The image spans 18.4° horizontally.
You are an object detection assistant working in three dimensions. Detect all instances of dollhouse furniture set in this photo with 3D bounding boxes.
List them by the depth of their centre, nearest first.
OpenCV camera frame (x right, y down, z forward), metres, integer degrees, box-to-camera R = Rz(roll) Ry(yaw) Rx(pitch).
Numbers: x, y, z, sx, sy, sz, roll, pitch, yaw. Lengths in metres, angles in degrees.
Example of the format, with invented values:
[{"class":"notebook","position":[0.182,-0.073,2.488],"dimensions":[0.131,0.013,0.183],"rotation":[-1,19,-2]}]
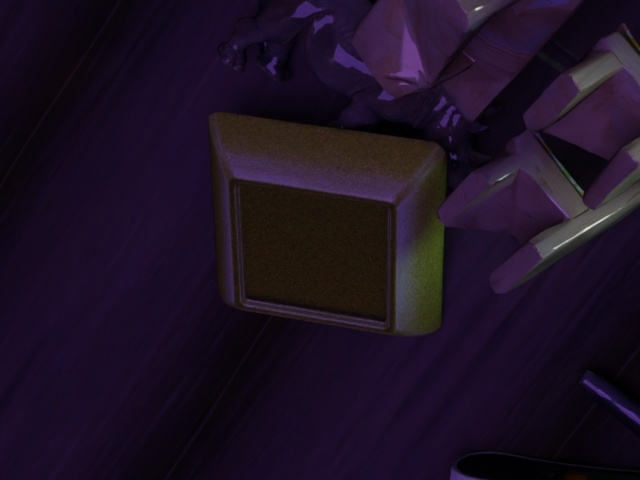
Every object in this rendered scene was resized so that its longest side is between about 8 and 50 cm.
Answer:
[{"class":"dollhouse furniture set","position":[0.181,-0.235,1.332],"dimensions":[0.362,0.256,0.394],"rotation":[54,146,9]}]

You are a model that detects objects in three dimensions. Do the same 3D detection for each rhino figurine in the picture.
[{"class":"rhino figurine","position":[0.047,-0.116,1.509],"dimensions":[0.243,0.073,0.106],"rotation":[37,113,2]}]

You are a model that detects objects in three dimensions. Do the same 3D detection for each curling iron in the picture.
[{"class":"curling iron","position":[0.318,0.179,1.529],"dimensions":[0.274,0.035,0.068],"rotation":[35,147,8]}]

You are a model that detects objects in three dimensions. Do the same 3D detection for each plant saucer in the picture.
[{"class":"plant saucer","position":[0.000,0.000,1.528],"dimensions":[0.188,0.045,0.188],"rotation":[9,129,12]}]

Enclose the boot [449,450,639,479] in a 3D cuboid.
[{"class":"boot","position":[0.217,0.272,1.553],"dimensions":[0.244,0.088,0.176],"rotation":[7,107,26]}]
